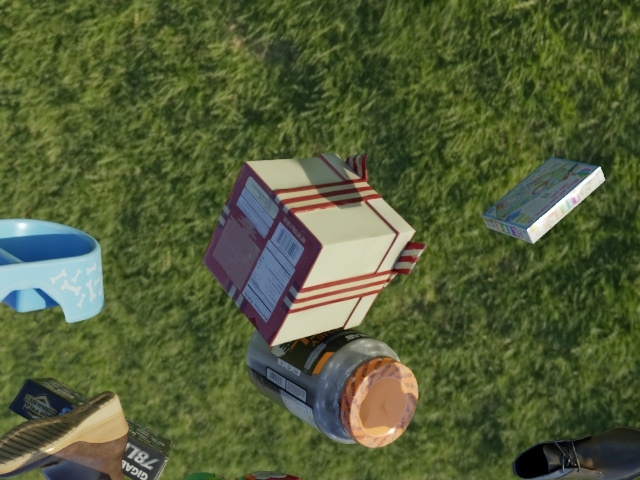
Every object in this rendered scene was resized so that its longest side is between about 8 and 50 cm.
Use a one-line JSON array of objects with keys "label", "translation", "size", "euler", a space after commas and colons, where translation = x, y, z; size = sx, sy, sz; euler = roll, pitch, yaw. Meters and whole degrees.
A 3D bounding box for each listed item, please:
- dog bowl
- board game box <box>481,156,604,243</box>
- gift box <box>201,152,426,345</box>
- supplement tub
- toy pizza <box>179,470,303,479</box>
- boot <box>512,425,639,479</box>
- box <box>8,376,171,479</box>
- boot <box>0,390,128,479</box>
[{"label": "dog bowl", "translation": [-0.368, 0.035, 0.905], "size": [0.165, 0.297, 0.074], "euler": [24, 109, 32]}, {"label": "board game box", "translation": [0.329, -0.063, 1.225], "size": [0.026, 0.154, 0.103], "euler": [59, 164, -27]}, {"label": "gift box", "translation": [0.000, 0.000, 1.391], "size": [0.255, 0.258, 0.276], "euler": [51, 126, 26]}, {"label": "supplement tub", "translation": [0.018, 0.246, 1.505], "size": [0.316, 0.193, 0.194], "euler": [18, 142, 52]}, {"label": "toy pizza", "translation": [-0.094, 0.282, 0.915], "size": [0.201, 0.201, 0.032], "euler": [-4, 87, 27]}, {"label": "boot", "translation": [0.382, 0.322, 1.200], "size": [0.106, 0.082, 0.219], "euler": [-2, 161, -32]}, {"label": "box", "translation": [-0.432, 0.363, 1.599], "size": [0.295, 0.073, 0.293], "euler": [31, 167, -5]}, {"label": "boot", "translation": [-0.408, 0.375, 1.318], "size": [0.090, 0.248, 0.207], "euler": [19, 116, 35]}]
